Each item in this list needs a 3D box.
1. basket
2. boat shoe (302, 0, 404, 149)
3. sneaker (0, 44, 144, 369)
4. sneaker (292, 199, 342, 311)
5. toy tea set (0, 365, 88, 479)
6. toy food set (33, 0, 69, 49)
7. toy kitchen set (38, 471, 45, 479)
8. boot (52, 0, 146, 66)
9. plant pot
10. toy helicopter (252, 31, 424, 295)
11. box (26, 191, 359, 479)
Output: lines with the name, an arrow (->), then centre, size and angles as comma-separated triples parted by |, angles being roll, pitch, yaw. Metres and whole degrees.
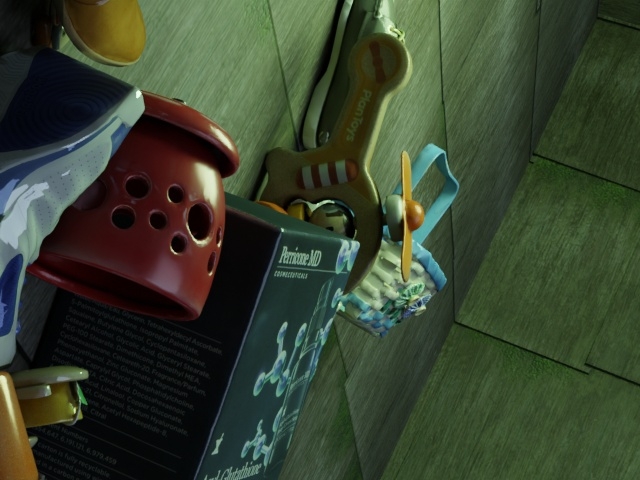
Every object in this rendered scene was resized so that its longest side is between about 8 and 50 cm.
basket -> 0.113, -0.001, 2.231 | 0.289, 0.201, 0.255 | -58, 162, -4
boat shoe -> 0.065, -0.257, 1.968 | 0.109, 0.091, 0.305 | -7, 117, -72
sneaker -> -0.277, -0.003, 1.161 | 0.315, 0.127, 0.182 | -51, 160, -31
sneaker -> 0.000, 0.000, 1.996 | 0.103, 0.111, 0.252 | 44, 53, -72
toy tea set -> -0.288, 0.173, 1.157 | 0.336, 0.200, 0.124 | 12, 70, -77
toy food set -> -0.234, -0.167, 1.249 | 0.122, 0.019, 0.078 | -71, 164, 4
toy kitchen set -> -0.292, 0.191, 1.395 | 0.068, 0.075, 0.083 | -32, 143, -66
boot -> -0.134, -0.252, 1.147 | 0.211, 0.104, 0.295 | -27, 159, 9
plant pot -> -0.176, -0.036, 1.314 | 0.191, 0.191, 0.174 | 62, 42, -69
toy helicopter -> 0.046, -0.092, 1.853 | 0.355, 0.235, 0.140 | -70, 163, 2
box -> -0.149, 0.143, 1.556 | 0.395, 0.212, 0.293 | -71, 163, 4
